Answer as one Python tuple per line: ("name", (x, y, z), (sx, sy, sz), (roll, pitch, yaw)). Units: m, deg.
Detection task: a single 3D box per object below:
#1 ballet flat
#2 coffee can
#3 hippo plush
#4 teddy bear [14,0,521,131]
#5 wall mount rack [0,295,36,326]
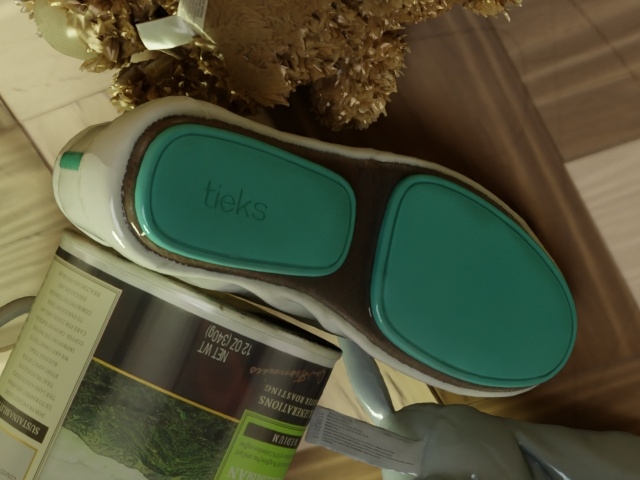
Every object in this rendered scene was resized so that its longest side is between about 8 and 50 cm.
("ballet flat", (0.000, 0.000, 1.185), (0.400, 0.139, 0.139), (20, 134, -40))
("coffee can", (-0.132, 0.156, 1.209), (0.202, 0.201, 0.275), (24, 89, -5))
("hippo plush", (0.096, 0.251, 1.311), (0.294, 0.234, 0.236), (20, 127, -3))
("teddy bear", (-0.032, -0.161, 1.133), (0.245, 0.113, 0.338), (39, 132, -8))
("wall mount rack", (-0.324, 0.073, 1.247), (0.130, 0.350, 0.304), (25, 122, 20))
